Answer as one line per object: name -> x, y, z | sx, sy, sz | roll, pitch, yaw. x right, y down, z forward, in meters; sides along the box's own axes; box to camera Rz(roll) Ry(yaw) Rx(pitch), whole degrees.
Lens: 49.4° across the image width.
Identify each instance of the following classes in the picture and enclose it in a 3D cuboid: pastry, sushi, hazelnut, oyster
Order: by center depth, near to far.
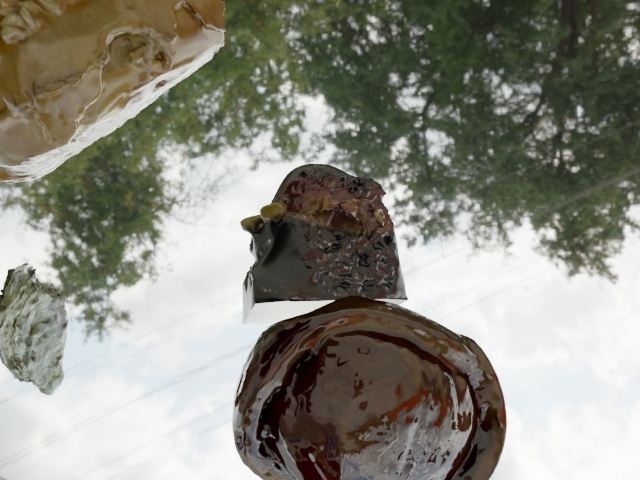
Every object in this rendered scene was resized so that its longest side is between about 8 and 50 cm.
hazelnut -> 0.040, 0.127, 0.528 | 0.202, 0.170, 0.160 | 12, -152, 6
pastry -> -0.221, -0.171, 0.614 | 0.255, 0.162, 0.311 | -46, -163, -31
sushi -> 0.000, 0.000, 0.753 | 0.172, 0.150, 0.153 | -4, 166, -12
oyster -> -0.345, 0.105, 0.836 | 0.064, 0.177, 0.125 | 10, -123, 8
